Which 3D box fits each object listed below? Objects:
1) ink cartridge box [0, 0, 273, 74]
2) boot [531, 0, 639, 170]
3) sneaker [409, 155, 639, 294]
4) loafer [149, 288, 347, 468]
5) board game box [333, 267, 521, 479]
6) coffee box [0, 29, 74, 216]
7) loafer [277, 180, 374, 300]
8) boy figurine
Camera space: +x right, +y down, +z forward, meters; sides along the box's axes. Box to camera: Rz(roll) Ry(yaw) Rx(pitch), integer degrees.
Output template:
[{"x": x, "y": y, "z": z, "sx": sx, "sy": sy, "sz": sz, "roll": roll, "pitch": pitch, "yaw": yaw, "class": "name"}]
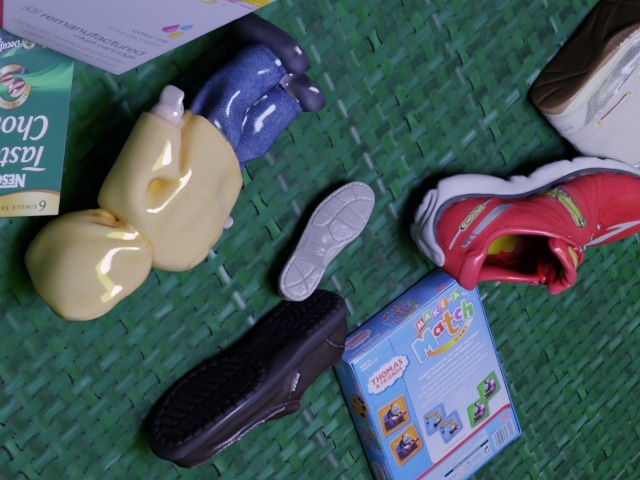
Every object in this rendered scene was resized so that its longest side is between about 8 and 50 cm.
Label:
[{"x": -0.130, "y": -0.239, "z": 1.240, "sx": 0.226, "sy": 0.306, "sz": 0.131, "roll": 21, "pitch": 66, "yaw": -36, "class": "ink cartridge box"}, {"x": 0.316, "y": -0.155, "z": 1.822, "sx": 0.213, "sy": 0.077, "sz": 0.165, "roll": -46, "pitch": 129, "yaw": -8, "class": "boot"}, {"x": 0.215, "y": 0.000, "z": 1.753, "sx": 0.279, "sy": 0.118, "sz": 0.107, "roll": -10, "pitch": 136, "yaw": -31, "class": "sneaker"}, {"x": -0.051, "y": 0.133, "z": 1.621, "sx": 0.220, "sy": 0.080, "sz": 0.078, "roll": -37, "pitch": 126, "yaw": -24, "class": "loafer"}, {"x": 0.104, "y": 0.147, "z": 1.785, "sx": 0.160, "sy": 0.039, "sz": 0.211, "roll": -36, "pitch": 127, "yaw": -25, "class": "board game box"}, {"x": -0.241, "y": -0.107, "z": 1.396, "sx": 0.113, "sy": 0.040, "sz": 0.184, "roll": -2, "pitch": 108, "yaw": -40, "class": "coffee box"}, {"x": 0.000, "y": 0.000, "z": 1.649, "sx": 0.045, "sy": 0.039, "sz": 0.125, "roll": 38, "pitch": 76, "yaw": -8, "class": "loafer"}, {"x": -0.116, "y": -0.044, "z": 1.491, "sx": 0.285, "sy": 0.092, "sz": 0.177, "roll": -48, "pitch": 150, "yaw": -12, "class": "boy figurine"}]
